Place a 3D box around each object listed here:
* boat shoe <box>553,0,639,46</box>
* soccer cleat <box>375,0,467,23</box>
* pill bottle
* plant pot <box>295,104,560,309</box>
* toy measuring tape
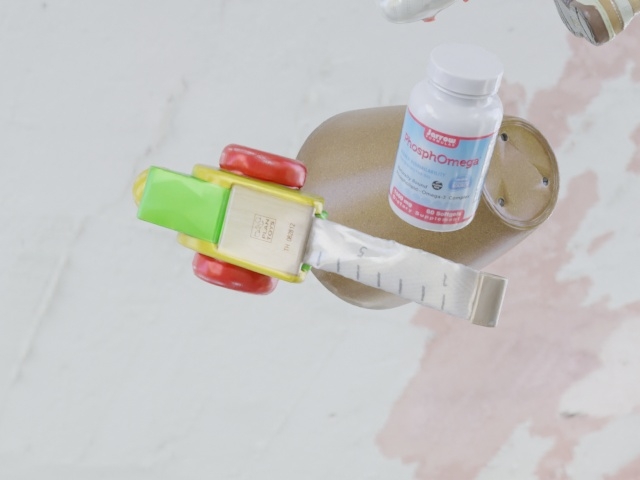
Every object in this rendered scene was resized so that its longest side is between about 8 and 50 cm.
[{"bbox_3d":[0.294,-0.252,1.356,0.072,0.190,0.068,-28,-66,6],"label":"boat shoe"},{"bbox_3d":[0.109,-0.228,0.875,0.196,0.068,0.076,-39,-36,3],"label":"soccer cleat"},{"bbox_3d":[0.116,-0.094,1.172,0.087,0.087,0.160,1,-53,-13],"label":"pill bottle"},{"bbox_3d":[0.132,-0.054,1.405,0.237,0.237,0.254,21,-19,-30],"label":"plant pot"},{"bbox_3d":[0.000,0.000,0.973,0.330,0.121,0.121,17,-34,27],"label":"toy measuring tape"}]
